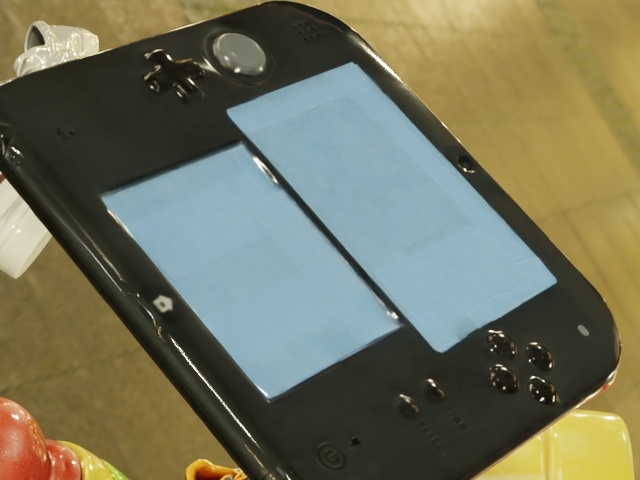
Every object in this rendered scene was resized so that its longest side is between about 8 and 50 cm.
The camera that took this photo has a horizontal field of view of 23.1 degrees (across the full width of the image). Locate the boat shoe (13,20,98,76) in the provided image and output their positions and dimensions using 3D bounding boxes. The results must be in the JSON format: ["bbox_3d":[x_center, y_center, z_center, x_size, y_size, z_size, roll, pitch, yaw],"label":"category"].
[{"bbox_3d":[-0.207,-0.127,1.216,0.063,0.066,0.184,17,29,-17],"label":"boat shoe"}]

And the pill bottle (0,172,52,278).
[{"bbox_3d":[-0.353,-0.059,1.492,0.215,0.117,0.117,36,25,-2],"label":"pill bottle"}]

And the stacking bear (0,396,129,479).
[{"bbox_3d":[-0.249,0.246,1.390,0.289,0.164,0.175,56,37,-39],"label":"stacking bear"}]

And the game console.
[{"bbox_3d":[0.000,0.000,1.059,0.386,0.060,0.342,49,40,17],"label":"game console"}]

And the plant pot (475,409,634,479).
[{"bbox_3d":[0.174,0.290,1.568,0.254,0.239,0.254,4,90,-88],"label":"plant pot"}]

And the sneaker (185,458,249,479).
[{"bbox_3d":[-0.084,0.303,1.788,0.084,0.215,0.083,-41,117,-34],"label":"sneaker"}]
